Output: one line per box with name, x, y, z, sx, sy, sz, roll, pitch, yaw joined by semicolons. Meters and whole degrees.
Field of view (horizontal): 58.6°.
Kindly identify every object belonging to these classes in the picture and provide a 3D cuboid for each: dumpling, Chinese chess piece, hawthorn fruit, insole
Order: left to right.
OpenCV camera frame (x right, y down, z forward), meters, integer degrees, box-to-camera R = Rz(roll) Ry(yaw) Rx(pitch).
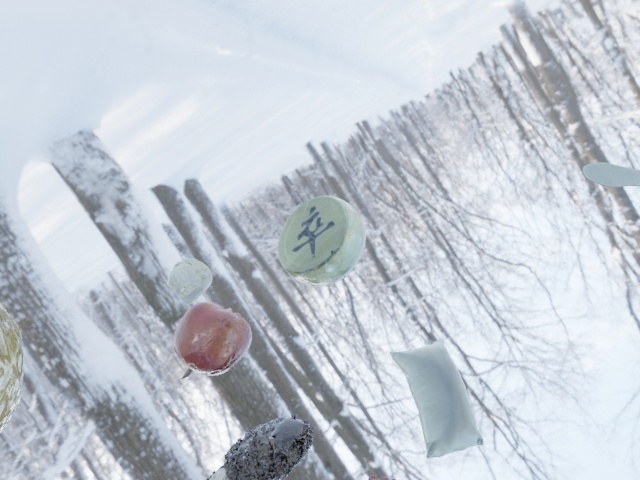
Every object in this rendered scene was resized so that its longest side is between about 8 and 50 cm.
dumpling;-0.195;0.057;0.849;0.057;0.052;0.076;-46;-165;3
hawthorn fruit;-0.271;0.251;1.377;0.200;0.179;0.179;-57;-164;-19
Chinese chess piece;0.000;0.000;1.155;0.189;0.083;0.188;-21;-127;31
insole;0.476;-0.100;0.894;0.002;0.153;0.053;113;-21;-52

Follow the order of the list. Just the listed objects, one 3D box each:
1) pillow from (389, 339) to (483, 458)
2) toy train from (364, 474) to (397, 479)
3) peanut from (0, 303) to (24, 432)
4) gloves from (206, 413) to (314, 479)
pillow;0.254;0.342;1.257;0.144;0.253;0.078;-7;148;-15
toy train;0.179;0.711;1.598;0.050;0.138;0.087;-62;-157;23
peanut;-0.239;0.041;0.223;0.174;0.340;0.158;-6;-124;14
gloves;-0.151;0.537;1.380;0.312;0.135;0.210;-47;-177;-5
